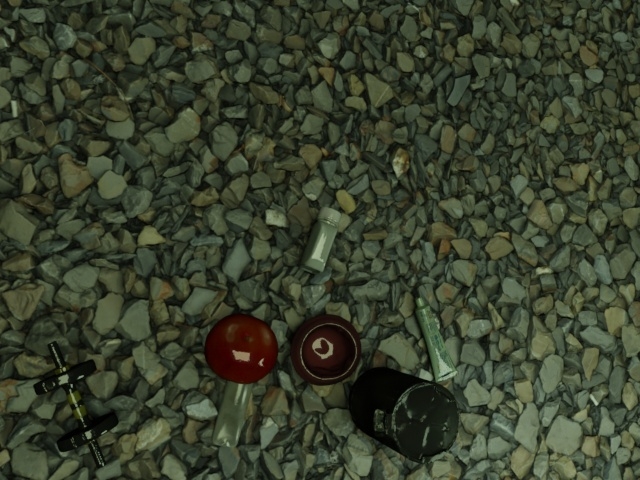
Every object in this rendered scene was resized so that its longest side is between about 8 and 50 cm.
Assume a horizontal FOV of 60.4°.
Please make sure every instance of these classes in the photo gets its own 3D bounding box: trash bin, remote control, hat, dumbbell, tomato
[{"bbox_3d":[0.220,0.457,1.478,0.252,0.301,0.202,-2,84,-16],"label":"trash bin"},{"bbox_3d":[-0.228,0.440,1.482,0.073,0.044,0.229,18,78,-17],"label":"remote control"},{"bbox_3d":[0.014,0.306,1.547,0.206,0.089,0.205,1,83,-11],"label":"hat"},{"bbox_3d":[-0.588,0.396,1.329,0.143,0.143,0.325,-22,90,-18],"label":"dumbbell"},{"bbox_3d":[-0.205,0.281,1.445,0.195,0.136,0.195,9,54,-13],"label":"tomato"}]

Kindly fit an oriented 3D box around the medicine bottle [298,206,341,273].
[{"bbox_3d":[0.000,0.000,1.561,0.069,0.119,0.183,21,76,-10],"label":"medicine bottle"}]

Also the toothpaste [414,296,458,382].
[{"bbox_3d":[0.341,0.296,1.667,0.069,0.047,0.268,-22,93,-36],"label":"toothpaste"}]
